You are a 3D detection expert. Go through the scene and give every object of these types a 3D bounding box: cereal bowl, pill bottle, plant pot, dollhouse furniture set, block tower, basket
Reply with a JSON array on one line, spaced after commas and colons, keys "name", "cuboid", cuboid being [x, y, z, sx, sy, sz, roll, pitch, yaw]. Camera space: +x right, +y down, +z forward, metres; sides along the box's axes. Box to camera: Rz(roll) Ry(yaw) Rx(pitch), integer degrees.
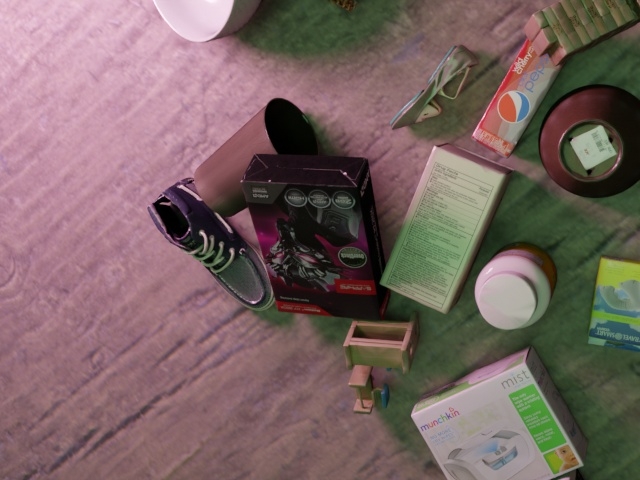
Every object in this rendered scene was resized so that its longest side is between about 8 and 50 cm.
[{"name": "cereal bowl", "cuboid": [-0.212, -0.570, 1.834, 0.339, 0.141, 0.338, 27, 127, 42]}, {"name": "pill bottle", "cuboid": [0.363, 0.088, 1.735, 0.137, 0.246, 0.136, 3, 101, 18]}, {"name": "plant pot", "cuboid": [0.487, -0.169, 1.657, 0.216, 0.230, 0.215, 3, 100, 18]}, {"name": "dollhouse furniture set", "cuboid": [0.134, 0.251, 1.922, 0.129, 0.129, 0.183, 2, 124, 18]}, {"name": "block tower", "cuboid": [0.527, -0.418, 1.617, 0.336, 0.097, 0.090, -27, 87, 0]}, {"name": "basket", "cuboid": [-0.137, -0.156, 1.904, 0.227, 0.204, 0.154, -34, 117, 29]}]

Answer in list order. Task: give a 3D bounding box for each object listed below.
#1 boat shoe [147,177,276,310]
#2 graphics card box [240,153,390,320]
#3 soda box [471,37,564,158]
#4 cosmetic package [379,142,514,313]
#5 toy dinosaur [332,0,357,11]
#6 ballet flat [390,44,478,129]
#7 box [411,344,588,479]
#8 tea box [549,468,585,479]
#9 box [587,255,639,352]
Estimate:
[{"name": "boat shoe", "cuboid": [-0.232, 0.022, 1.968, 0.127, 0.158, 0.340, -43, 84, 20]}, {"name": "graphics card box", "cuboid": [0.000, 0.000, 1.826, 0.233, 0.094, 0.370, 5, 134, 18]}, {"name": "soda box", "cuboid": [0.384, -0.287, 1.743, 0.083, 0.092, 0.263, 31, 107, 8]}, {"name": "cosmetic package", "cuboid": [0.247, -0.027, 1.817, 0.153, 0.129, 0.296, 26, 107, 14]}, {"name": "toy dinosaur", "cuboid": [-0.025, -0.596, 1.824, 0.322, 0.164, 0.218, 44, 126, -12]}, {"name": "ballet flat", "cuboid": [0.223, -0.282, 1.811, 0.068, 0.072, 0.213, 41, 109, 3]}, {"name": "box", "cuboid": [0.356, 0.372, 1.854, 0.262, 0.127, 0.231, -29, 92, 22]}, {"name": "tea box", "cuboid": [0.421, 0.657, 1.829, 0.324, 0.220, 0.329, -30, 89, 21]}, {"name": "box", "cuboid": [0.576, 0.125, 1.779, 0.109, 0.042, 0.178, 9, 101, 17]}]
